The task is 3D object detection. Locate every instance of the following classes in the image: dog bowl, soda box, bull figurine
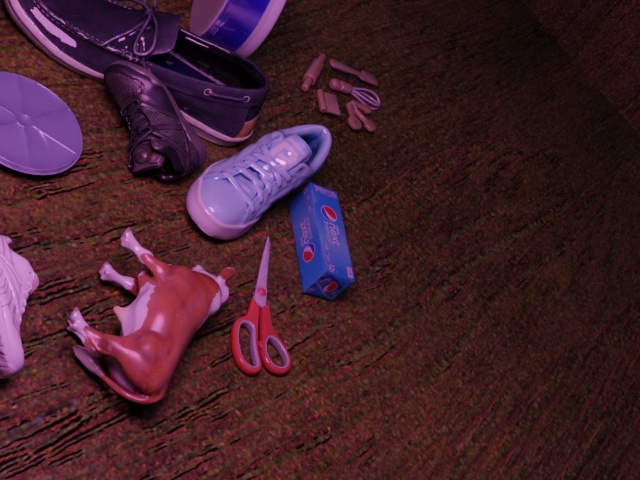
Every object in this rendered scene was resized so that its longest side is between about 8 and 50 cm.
[{"bbox_3d":[-0.154,-0.496,1.948,0.104,0.265,0.265,22,42,-26],"label":"dog bowl"},{"bbox_3d":[0.000,0.000,1.781,0.067,0.071,0.210,20,43,-32],"label":"soda box"},{"bbox_3d":[-0.241,0.098,1.427,0.188,0.101,0.310,33,35,-10],"label":"bull figurine"}]

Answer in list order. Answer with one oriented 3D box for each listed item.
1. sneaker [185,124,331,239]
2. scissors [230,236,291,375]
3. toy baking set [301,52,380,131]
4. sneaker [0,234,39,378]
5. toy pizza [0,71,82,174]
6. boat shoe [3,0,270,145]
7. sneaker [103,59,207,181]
[{"bbox_3d":[-0.099,-0.129,1.742,0.135,0.150,0.366,45,36,1],"label":"sneaker"},{"bbox_3d":[-0.107,0.095,1.625,0.109,0.021,0.297,17,46,-31],"label":"scissors"},{"bbox_3d":[0.049,-0.329,2.192,0.197,0.030,0.256,37,37,-16],"label":"toy baking set"},{"bbox_3d":[-0.412,0.072,1.294,0.115,0.090,0.232,4,53,-47],"label":"sneaker"},{"bbox_3d":[-0.464,-0.177,1.529,0.201,0.032,0.201,26,41,-25],"label":"toy pizza"},{"bbox_3d":[-0.308,-0.345,1.746,0.500,0.156,0.187,29,41,-20],"label":"boat shoe"},{"bbox_3d":[-0.292,-0.193,1.649,0.227,0.087,0.130,55,32,-12],"label":"sneaker"}]
